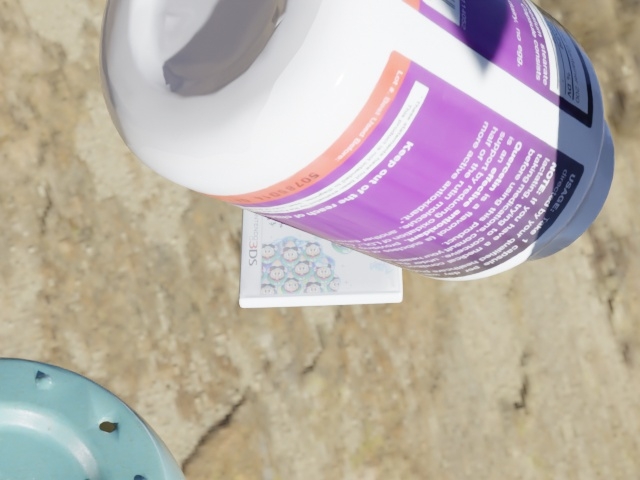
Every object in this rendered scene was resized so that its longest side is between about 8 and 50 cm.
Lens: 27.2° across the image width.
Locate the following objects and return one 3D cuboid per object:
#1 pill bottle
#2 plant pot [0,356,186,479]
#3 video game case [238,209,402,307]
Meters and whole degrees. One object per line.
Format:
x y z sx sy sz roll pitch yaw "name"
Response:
0.042 -0.081 0.756 0.323 0.181 0.181 21 54 -50 "pill bottle"
-0.197 0.210 0.788 0.293 0.293 0.235 -83 -170 -46 "plant pot"
0.000 0.000 1.300 0.019 0.157 0.143 84 5 -55 "video game case"
